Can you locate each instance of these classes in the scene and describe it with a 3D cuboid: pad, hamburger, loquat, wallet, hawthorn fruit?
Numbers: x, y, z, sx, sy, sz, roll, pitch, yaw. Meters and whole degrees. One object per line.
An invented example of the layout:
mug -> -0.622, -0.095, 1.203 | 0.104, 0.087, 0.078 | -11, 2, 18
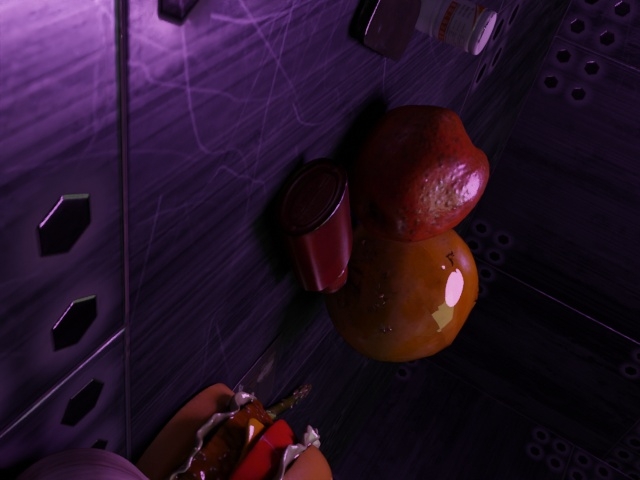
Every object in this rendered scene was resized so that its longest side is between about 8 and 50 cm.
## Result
pad -> -0.103, 0.235, 1.049 | 0.127, 0.004, 0.190 | -48, 161, -38
hamburger -> -0.102, 0.328, 0.820 | 0.274, 0.212, 0.274 | -54, 163, -25
loquat -> 0.119, 0.069, 1.038 | 0.235, 0.235, 0.235 | -54, 163, -24
wallet -> 0.077, -0.243, 0.740 | 0.082, 0.018, 0.157 | -66, 164, 16
hawthorn fruit -> 0.121, -0.084, 0.894 | 0.189, 0.189, 0.189 | -54, 163, -24

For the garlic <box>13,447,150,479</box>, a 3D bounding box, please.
garlic -> -0.203, 0.282, 0.494 | 0.253, 0.245, 0.245 | -14, 141, -25

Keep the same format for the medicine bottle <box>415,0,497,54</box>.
medicine bottle -> 0.167, -0.273, 0.844 | 0.057, 0.089, 0.057 | -54, 163, -24

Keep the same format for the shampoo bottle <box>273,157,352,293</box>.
shampoo bottle -> 0.000, 0.000, 0.842 | 0.102, 0.064, 0.260 | -57, 164, -16

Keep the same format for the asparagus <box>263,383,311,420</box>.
asparagus -> -0.064, 0.298, 1.242 | 0.034, 0.027, 0.236 | -53, 166, 11
